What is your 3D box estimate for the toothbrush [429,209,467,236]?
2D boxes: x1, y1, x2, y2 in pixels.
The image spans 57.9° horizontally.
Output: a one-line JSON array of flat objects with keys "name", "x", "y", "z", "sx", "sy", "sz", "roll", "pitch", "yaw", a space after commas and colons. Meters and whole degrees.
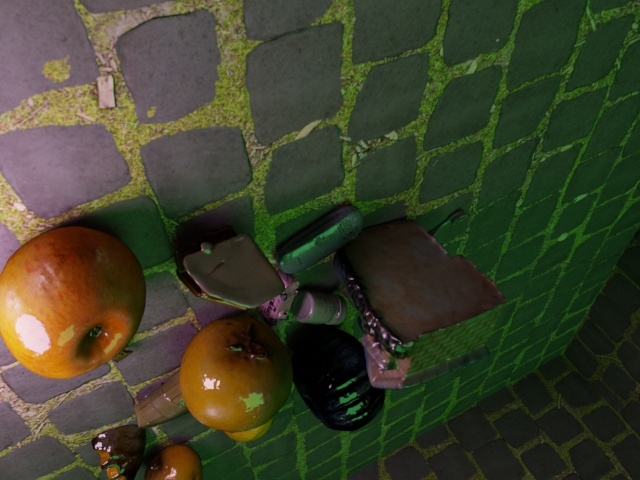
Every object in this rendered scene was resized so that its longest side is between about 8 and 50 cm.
[{"name": "toothbrush", "x": 0.338, "y": 0.014, "z": 1.966, "sx": 0.375, "sy": 0.037, "sz": 0.028, "roll": -36, "pitch": 142, "yaw": 5}]

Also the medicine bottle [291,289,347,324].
[{"name": "medicine bottle", "x": -0.004, "y": 0.216, "z": 1.851, "sx": 0.168, "sy": 0.105, "sz": 0.105, "roll": 13, "pitch": 123, "yaw": -46}]

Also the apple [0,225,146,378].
[{"name": "apple", "x": -0.506, "y": 0.129, "z": 1.191, "sx": 0.298, "sy": 0.275, "sz": 0.299, "roll": -24, "pitch": 140, "yaw": -23}]

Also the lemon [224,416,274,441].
[{"name": "lemon", "x": -0.255, "y": 0.600, "z": 2.020, "sx": 0.188, "sy": 0.188, "sz": 0.257, "roll": 9, "pitch": 129, "yaw": -45}]

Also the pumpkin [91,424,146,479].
[{"name": "pumpkin", "x": -0.619, "y": 0.706, "z": 1.888, "sx": 0.149, "sy": 0.130, "sz": 0.254, "roll": -28, "pitch": 143, "yaw": -10}]

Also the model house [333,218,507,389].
[{"name": "model house", "x": 0.243, "y": 0.231, "z": 1.750, "sx": 0.394, "sy": 0.445, "sz": 0.400, "roll": -19, "pitch": 137, "yaw": -23}]

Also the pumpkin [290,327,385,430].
[{"name": "pumpkin", "x": 0.059, "y": 0.483, "z": 1.995, "sx": 0.266, "sy": 0.363, "sz": 0.363, "roll": -31, "pitch": 146, "yaw": -20}]

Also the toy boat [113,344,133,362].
[{"name": "toy boat", "x": -0.551, "y": 0.251, "z": 1.476, "sx": 0.072, "sy": 0.064, "sz": 0.206, "roll": -50, "pitch": 148, "yaw": -10}]

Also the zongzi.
[{"name": "zongzi", "x": -0.439, "y": 0.508, "z": 1.838, "sx": 0.228, "sy": 0.115, "sz": 0.256, "roll": -37, "pitch": 154, "yaw": 5}]

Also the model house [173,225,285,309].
[{"name": "model house", "x": -0.238, "y": 0.076, "z": 1.426, "sx": 0.199, "sy": 0.220, "sz": 0.229, "roll": -29, "pitch": -170, "yaw": -22}]

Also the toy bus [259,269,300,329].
[{"name": "toy bus", "x": -0.123, "y": 0.175, "z": 1.715, "sx": 0.063, "sy": 0.090, "sz": 0.203, "roll": -18, "pitch": 142, "yaw": -40}]

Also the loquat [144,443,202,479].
[{"name": "loquat", "x": -0.524, "y": 0.839, "z": 2.068, "sx": 0.208, "sy": 0.208, "sz": 0.208, "roll": -22, "pitch": 143, "yaw": -18}]

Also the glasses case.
[{"name": "glasses case", "x": 0.000, "y": 0.000, "z": 1.634, "sx": 0.282, "sy": 0.067, "sz": 0.109, "roll": -34, "pitch": 140, "yaw": -4}]

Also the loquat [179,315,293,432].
[{"name": "loquat", "x": -0.251, "y": 0.399, "z": 1.673, "sx": 0.328, "sy": 0.329, "sz": 0.359, "roll": -6, "pitch": 143, "yaw": -35}]
